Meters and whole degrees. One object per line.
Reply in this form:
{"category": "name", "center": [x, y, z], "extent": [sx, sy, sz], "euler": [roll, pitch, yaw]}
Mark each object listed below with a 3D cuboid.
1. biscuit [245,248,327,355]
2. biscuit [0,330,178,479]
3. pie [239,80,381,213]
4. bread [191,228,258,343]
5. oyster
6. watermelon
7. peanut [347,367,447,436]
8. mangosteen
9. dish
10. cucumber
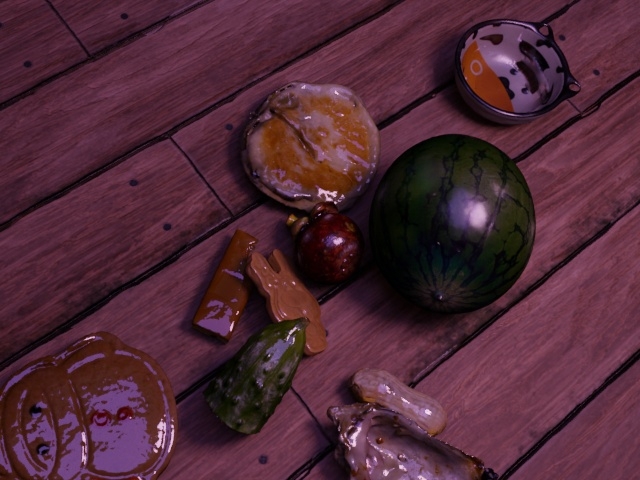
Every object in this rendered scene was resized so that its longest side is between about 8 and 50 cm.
{"category": "biscuit", "center": [-0.060, 0.121, 1.648], "extent": [0.144, 0.040, 0.236], "euler": [-11, 63, -50]}
{"category": "biscuit", "center": [-0.450, 0.351, 1.506], "extent": [0.380, 0.074, 0.359], "euler": [-9, 66, -17]}
{"category": "pie", "center": [-0.021, -0.208, 1.821], "extent": [0.338, 0.077, 0.339], "euler": [5, 62, -9]}
{"category": "bread", "center": [-0.178, 0.091, 1.673], "extent": [0.088, 0.049, 0.226], "euler": [24, 64, 2]}
{"category": "oyster", "center": [0.143, 0.451, 1.541], "extent": [0.361, 0.096, 0.221], "euler": [30, 72, 3]}
{"category": "watermelon", "center": [0.259, -0.032, 1.643], "extent": [0.363, 0.363, 0.364], "euler": [4, 65, -8]}
{"category": "peanut", "center": [0.150, 0.311, 1.607], "extent": [0.206, 0.087, 0.087], "euler": [28, 65, 3]}
{"category": "mangosteen", "center": [0.009, 0.008, 1.708], "extent": [0.156, 0.181, 0.146], "euler": [-49, 125, -9]}
{"category": "dish", "center": [0.436, -0.377, 1.945], "extent": [0.302, 0.120, 0.303], "euler": [4, 65, -8]}
{"category": "cucumber", "center": [-0.100, 0.232, 1.524], "extent": [0.134, 0.134, 0.244], "euler": [40, 99, 9]}
